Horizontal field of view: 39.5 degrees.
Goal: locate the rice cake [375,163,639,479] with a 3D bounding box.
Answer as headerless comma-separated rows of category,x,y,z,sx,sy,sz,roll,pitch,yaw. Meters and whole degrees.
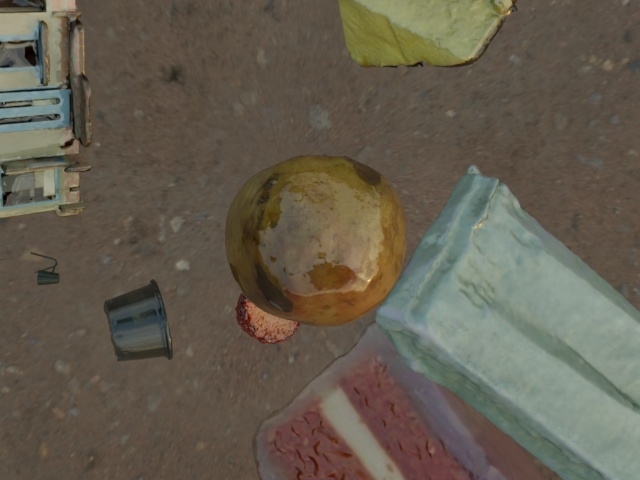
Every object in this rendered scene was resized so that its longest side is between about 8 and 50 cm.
rice cake,0.125,0.070,0.394,0.226,0.040,0.085,40,68,-10

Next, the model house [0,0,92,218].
model house,-0.410,-0.176,1.059,0.244,0.169,0.326,-7,119,-27

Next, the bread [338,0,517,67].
bread,0.182,-0.352,1.263,0.236,0.198,0.263,28,76,23

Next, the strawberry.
strawberry,-0.102,0.131,1.728,0.145,0.086,0.145,-5,101,-28

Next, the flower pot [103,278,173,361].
flower pot,-0.347,0.159,1.682,0.106,0.157,0.158,-11,94,-18

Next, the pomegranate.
pomegranate,0.000,0.000,1.325,0.281,0.281,0.281,0,94,-2

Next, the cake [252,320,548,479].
cake,0.107,0.269,1.016,0.237,0.230,0.309,-42,68,12

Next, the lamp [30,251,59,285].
lamp,-0.536,0.062,1.757,0.054,0.121,0.041,4,70,-6
